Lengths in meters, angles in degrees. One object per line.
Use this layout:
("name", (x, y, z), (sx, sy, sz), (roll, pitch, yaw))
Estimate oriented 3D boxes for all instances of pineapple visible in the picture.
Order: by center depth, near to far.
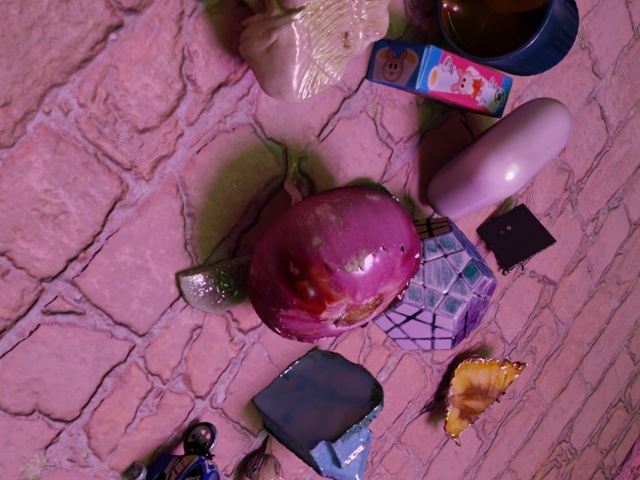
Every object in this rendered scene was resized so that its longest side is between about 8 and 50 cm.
("pineapple", (0.427, 0.440, 2.079), (0.334, 0.158, 0.161), (-50, 171, -7))

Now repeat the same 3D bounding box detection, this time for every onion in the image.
("onion", (0.016, 0.037, 1.426), (0.358, 0.345, 0.358), (-15, 126, -21))

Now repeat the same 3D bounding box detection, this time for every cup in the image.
("cup", (0.396, -0.506, 1.548), (0.242, 0.308, 0.292), (-51, 157, 23))

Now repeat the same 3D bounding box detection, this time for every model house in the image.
("model house", (0.029, 0.426, 1.620), (0.226, 0.261, 0.241), (-35, 126, -24))

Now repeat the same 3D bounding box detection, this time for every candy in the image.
("candy", (0.265, -0.353, 1.564), (0.305, 0.157, 0.100), (7, 103, -43))

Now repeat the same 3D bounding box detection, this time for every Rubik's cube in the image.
("Rubik's cube", (0.242, 0.099, 1.641), (0.264, 0.319, 0.319), (-39, 135, 16))

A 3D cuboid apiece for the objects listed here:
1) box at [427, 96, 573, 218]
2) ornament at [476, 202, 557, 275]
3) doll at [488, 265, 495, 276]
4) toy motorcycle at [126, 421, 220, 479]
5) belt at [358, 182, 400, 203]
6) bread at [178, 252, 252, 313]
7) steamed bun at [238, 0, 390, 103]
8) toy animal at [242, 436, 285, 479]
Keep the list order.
("box", (0.407, -0.183, 1.656), (0.288, 0.349, 0.141), (-39, 91, -20))
("ornament", (0.539, 0.027, 1.986), (0.153, 0.166, 0.196), (-29, 147, -3))
("doll", (0.420, 0.104, 1.966), (0.113, 0.071, 0.135), (-24, 117, -10))
("toy motorcycle", (-0.303, 0.513, 1.438), (0.315, 0.169, 0.113), (-47, 133, -16))
("belt", (0.103, -0.069, 1.608), (0.151, 0.079, 0.121), (-20, 131, -20))
("bread", (-0.195, 0.097, 1.446), (0.193, 0.036, 0.112), (-15, 118, -35))
("steamed bun", (-0.025, -0.407, 1.272), (0.276, 0.203, 0.289), (-13, 130, -46))
("toy animal", (-0.138, 0.533, 1.660), (0.098, 0.137, 0.098), (-11, 151, -6))
